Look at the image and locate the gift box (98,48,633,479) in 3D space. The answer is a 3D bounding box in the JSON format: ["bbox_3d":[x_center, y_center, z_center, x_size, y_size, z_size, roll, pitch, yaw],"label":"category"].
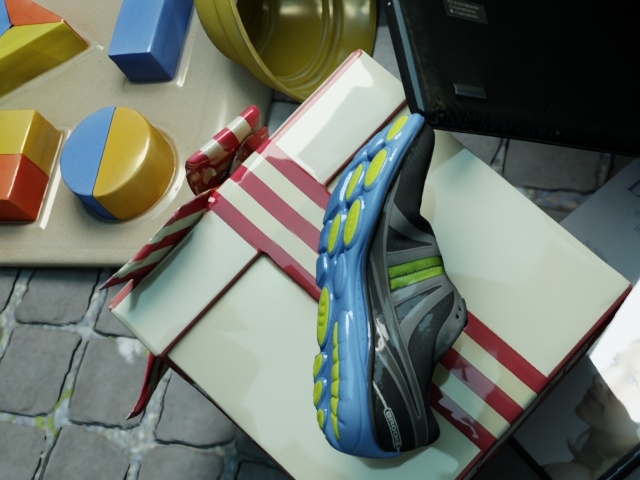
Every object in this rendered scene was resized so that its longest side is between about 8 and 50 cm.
[{"bbox_3d":[0.011,0.059,0.791,0.258,0.255,0.276,43,77,15],"label":"gift box"}]

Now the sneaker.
[{"bbox_3d":[0.042,0.024,0.656,0.078,0.067,0.188,10,77,-22],"label":"sneaker"}]

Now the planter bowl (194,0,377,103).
[{"bbox_3d":[-0.046,-0.217,1.045,0.090,0.217,0.217,-6,61,36],"label":"planter bowl"}]

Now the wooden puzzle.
[{"bbox_3d":[-0.222,-0.131,1.119,0.348,0.080,0.322,2,65,19],"label":"wooden puzzle"}]

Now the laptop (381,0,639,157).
[{"bbox_3d":[0.074,-0.219,0.927,0.236,0.382,0.408,-25,72,42],"label":"laptop"}]

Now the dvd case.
[{"bbox_3d":[0.226,0.058,0.906,0.253,0.022,0.180,-40,59,-4],"label":"dvd case"}]
